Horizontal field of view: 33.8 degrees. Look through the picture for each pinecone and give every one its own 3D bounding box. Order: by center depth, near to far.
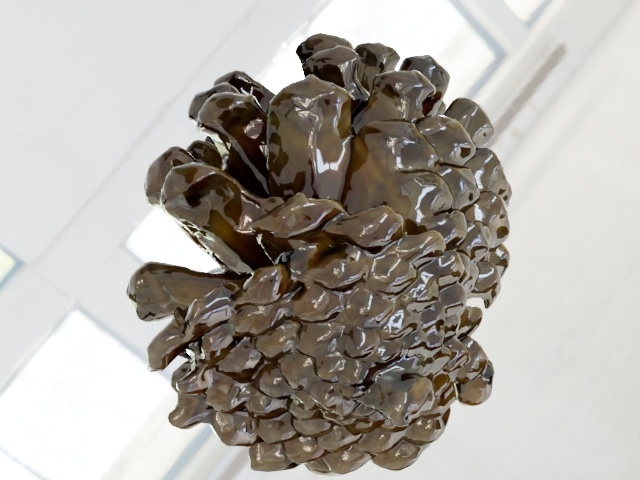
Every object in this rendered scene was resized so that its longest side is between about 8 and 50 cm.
[{"bbox_3d":[0.003,0.001,0.463,0.150,0.179,0.195,3,-122,33],"label":"pinecone"}]
